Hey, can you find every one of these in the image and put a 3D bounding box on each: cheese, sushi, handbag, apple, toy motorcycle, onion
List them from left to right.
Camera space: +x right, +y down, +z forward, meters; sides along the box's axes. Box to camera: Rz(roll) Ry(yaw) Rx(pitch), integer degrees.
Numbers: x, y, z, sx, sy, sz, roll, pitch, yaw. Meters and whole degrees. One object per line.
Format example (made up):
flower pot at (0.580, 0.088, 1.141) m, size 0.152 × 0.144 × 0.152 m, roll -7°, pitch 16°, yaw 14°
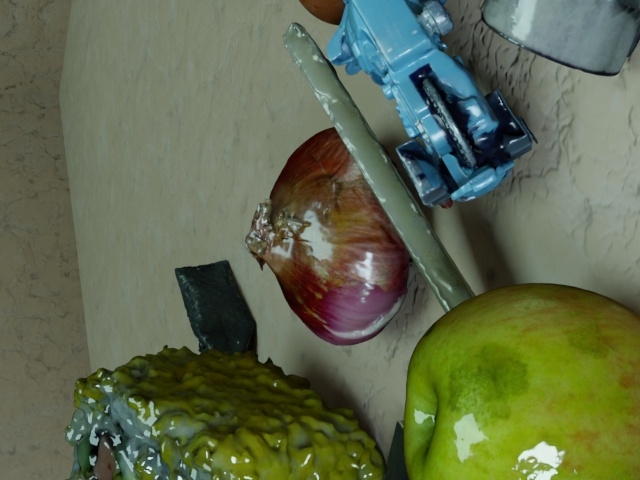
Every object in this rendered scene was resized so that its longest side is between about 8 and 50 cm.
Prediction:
sushi at (-0.137, 0.321, 1.115) m, size 0.396 × 0.240 × 0.351 m, roll 20°, pitch 109°, yaw 44°
handbag at (-0.173, 0.151, 1.536) m, size 0.270 × 0.089 × 0.175 m, roll -122°, pitch 29°, yaw -51°
onion at (0.000, 0.000, 0.986) m, size 0.230 × 0.163 × 0.230 m, roll 169°, pitch 90°, yaw -69°
cheese at (0.067, -0.036, 0.840) m, size 0.400 × 0.034 × 0.085 m, roll 60°, pitch -172°, yaw 25°
toy motorcycle at (0.081, -0.145, 0.810) m, size 0.272 × 0.123 × 0.182 m, roll 64°, pitch -170°, yaw 23°
apple at (0.144, 0.125, 0.625) m, size 0.196 × 0.196 × 0.196 m, roll 178°, pitch 90°, yaw -68°

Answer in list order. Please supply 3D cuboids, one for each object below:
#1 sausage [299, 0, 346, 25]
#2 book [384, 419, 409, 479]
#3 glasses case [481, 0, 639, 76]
sausage at (0.049, -0.304, 0.897) m, size 0.258 × 0.133 × 0.133 m, roll 124°, pitch 139°, yaw -53°
book at (0.114, 0.304, 0.905) m, size 0.228 × 0.024 × 0.160 m, roll -126°, pitch 40°, yaw -54°
glasses case at (0.192, -0.259, 0.587) m, size 0.114 × 0.060 × 0.299 m, roll 30°, pitch 126°, yaw 21°
